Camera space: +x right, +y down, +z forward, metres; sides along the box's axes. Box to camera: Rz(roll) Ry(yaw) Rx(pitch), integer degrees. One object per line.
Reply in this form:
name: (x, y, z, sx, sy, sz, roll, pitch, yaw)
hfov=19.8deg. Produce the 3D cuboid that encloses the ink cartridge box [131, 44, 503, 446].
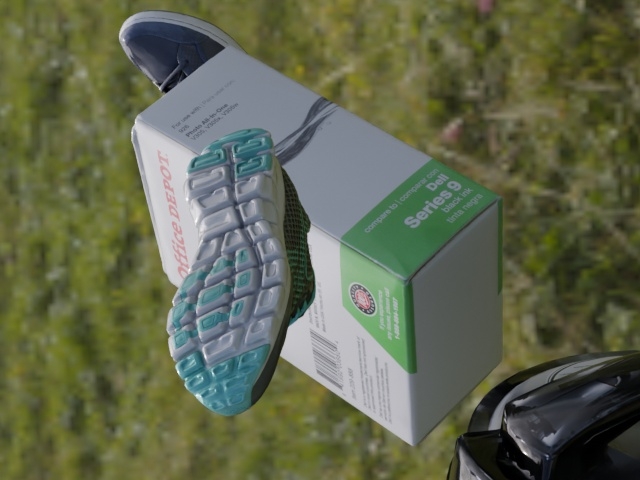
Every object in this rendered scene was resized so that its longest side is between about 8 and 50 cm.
ink cartridge box: (0.000, 0.000, 1.489, 0.289, 0.121, 0.211, 32, 149, 29)

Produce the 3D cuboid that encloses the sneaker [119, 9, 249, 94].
sneaker: (-0.109, -0.115, 1.761, 0.086, 0.226, 0.163, -47, 16, 42)

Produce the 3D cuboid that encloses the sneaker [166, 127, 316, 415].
sneaker: (-0.027, 0.023, 0.889, 0.065, 0.076, 0.166, -18, 43, 23)

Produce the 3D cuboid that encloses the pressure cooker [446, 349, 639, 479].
pressure cooker: (0.254, 0.258, 1.208, 0.375, 0.370, 0.420, 17, 116, 27)
